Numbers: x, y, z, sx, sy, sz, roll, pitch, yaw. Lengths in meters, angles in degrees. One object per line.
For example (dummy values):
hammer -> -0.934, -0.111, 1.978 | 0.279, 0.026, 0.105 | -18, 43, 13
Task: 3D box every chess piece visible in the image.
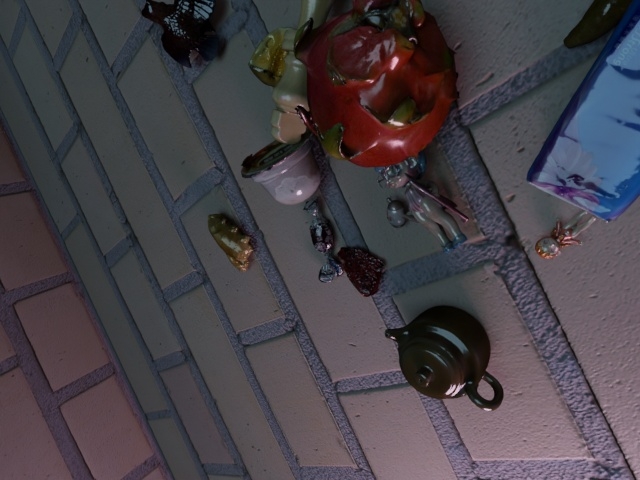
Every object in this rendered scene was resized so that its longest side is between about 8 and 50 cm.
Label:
chess piece -> -0.028, -0.395, 0.878 | 0.117, 0.117, 0.397 | 24, 108, 29

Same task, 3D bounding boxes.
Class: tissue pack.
tissue pack -> 0.434, -0.180, 0.591 | 0.146, 0.198, 0.264 | 35, 124, 25

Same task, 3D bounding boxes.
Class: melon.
melon -> -0.071, -0.415, 0.983 | 0.160, 0.079, 0.128 | 17, 97, 9

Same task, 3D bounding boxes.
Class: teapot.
teapot -> 0.259, 0.261, 0.906 | 0.267, 0.175, 0.186 | 34, 126, 24

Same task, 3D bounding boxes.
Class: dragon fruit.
dragon fruit -> 0.096, 0.074, 1.056 | 0.131, 0.063, 0.097 | 30, 90, 26
dragon fruit -> 0.081, -0.296, 0.752 | 0.305, 0.225, 0.306 | -8, 74, 29

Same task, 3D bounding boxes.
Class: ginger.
ginger -> -0.269, -0.003, 1.281 | 0.205, 0.081, 0.115 | 56, 162, -3

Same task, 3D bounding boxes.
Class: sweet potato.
sweet potato -> 0.452, -0.368, 0.590 | 0.243, 0.077, 0.077 | -39, 81, 38

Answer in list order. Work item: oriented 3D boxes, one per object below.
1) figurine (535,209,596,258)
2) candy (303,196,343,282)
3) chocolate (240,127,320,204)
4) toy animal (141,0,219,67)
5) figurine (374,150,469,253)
figurine -> 0.434, -0.009, 0.756 | 0.109, 0.047, 0.064 | -49, 67, 29
candy -> 0.000, 0.000, 1.092 | 0.094, 0.051, 0.227 | -2, 105, 41
chocolate -> -0.078, -0.164, 1.033 | 0.221, 0.221, 0.147 | 0, 131, 38
toy animal -> -0.357, -0.547, 1.091 | 0.218, 0.179, 0.116 | -44, 51, 40
figurine -> 0.202, -0.089, 0.886 | 0.260, 0.102, 0.205 | 55, 164, 7
